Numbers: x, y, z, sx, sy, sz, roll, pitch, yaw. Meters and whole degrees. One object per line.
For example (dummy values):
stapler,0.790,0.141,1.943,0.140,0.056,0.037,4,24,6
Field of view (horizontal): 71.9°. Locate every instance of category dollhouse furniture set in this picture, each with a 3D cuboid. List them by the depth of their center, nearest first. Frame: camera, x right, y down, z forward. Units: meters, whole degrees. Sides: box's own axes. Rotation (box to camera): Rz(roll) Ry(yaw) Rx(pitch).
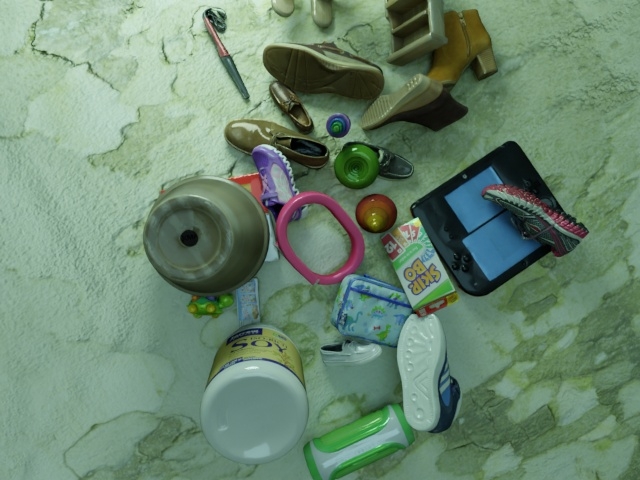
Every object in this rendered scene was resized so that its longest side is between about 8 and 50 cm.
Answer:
dollhouse furniture set,0.120,-0.633,1.128,0.395,0.362,0.256,-3,89,-34

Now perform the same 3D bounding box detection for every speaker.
speaker,0.107,0.571,1.241,0.297,0.131,0.131,-23,92,-4

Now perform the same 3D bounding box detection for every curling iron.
curling iron,-0.260,-0.532,1.247,0.068,0.035,0.273,-21,92,-4

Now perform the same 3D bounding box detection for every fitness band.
fitness band,0.000,0.000,1.212,0.209,0.054,0.290,-44,117,-6

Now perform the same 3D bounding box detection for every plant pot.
plant pot,-0.288,-0.006,1.064,0.324,0.280,0.322,0,93,-4

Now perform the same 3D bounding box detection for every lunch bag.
lunch bag,0.148,0.195,1.246,0.219,0.090,0.175,20,88,-15

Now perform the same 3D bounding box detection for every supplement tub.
supplement tub,-0.159,0.356,1.104,0.242,0.331,0.240,-1,99,-7

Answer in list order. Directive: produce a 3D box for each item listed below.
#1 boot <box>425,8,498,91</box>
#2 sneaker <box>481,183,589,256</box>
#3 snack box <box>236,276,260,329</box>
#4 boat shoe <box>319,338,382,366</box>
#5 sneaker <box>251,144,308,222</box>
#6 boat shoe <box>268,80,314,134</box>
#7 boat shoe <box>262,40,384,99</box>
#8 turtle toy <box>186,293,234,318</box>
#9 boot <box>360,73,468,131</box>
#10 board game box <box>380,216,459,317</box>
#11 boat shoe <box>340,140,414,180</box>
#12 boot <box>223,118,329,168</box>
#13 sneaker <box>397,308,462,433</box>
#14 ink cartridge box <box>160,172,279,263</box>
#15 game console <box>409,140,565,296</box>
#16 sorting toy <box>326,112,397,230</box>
boot,0.350,-0.537,1.273,0.296,0.104,0.211,-21,86,-7
sneaker,0.583,-0.060,1.230,0.299,0.121,0.111,32,117,6
snack box,-0.206,0.196,1.265,0.064,0.022,0.178,-3,91,-5
boat shoe,0.080,0.307,1.236,0.184,0.066,0.063,-14,110,35
sneaker,-0.124,-0.142,1.197,0.105,0.095,0.236,-40,111,-39
boat shoe,-0.079,-0.383,1.250,0.064,0.060,0.178,-39,93,-3
boat shoe,0.013,-0.491,1.240,0.343,0.123,0.123,11,46,0
turtle toy,-0.308,0.177,1.230,0.131,0.095,0.066,-1,69,-5
boot,0.261,-0.348,1.249,0.207,0.249,0.090,21,58,-36
board game box,0.271,0.073,1.223,0.124,0.039,0.259,-28,66,14
boat shoe,0.165,-0.228,1.264,0.224,0.073,0.080,19,91,-3
boot,-0.120,-0.279,1.223,0.306,0.115,0.112,14,91,-3
sneaker,0.319,0.370,1.247,0.130,0.236,0.322,-7,71,32
ink cartridge box,-0.285,-0.042,1.236,0.297,0.066,0.260,-12,93,-5
game console,0.506,-0.059,1.301,0.387,0.060,0.341,-33,93,-4
sorting toy,0.104,-0.164,1.191,0.127,0.126,0.365,-20,107,15
